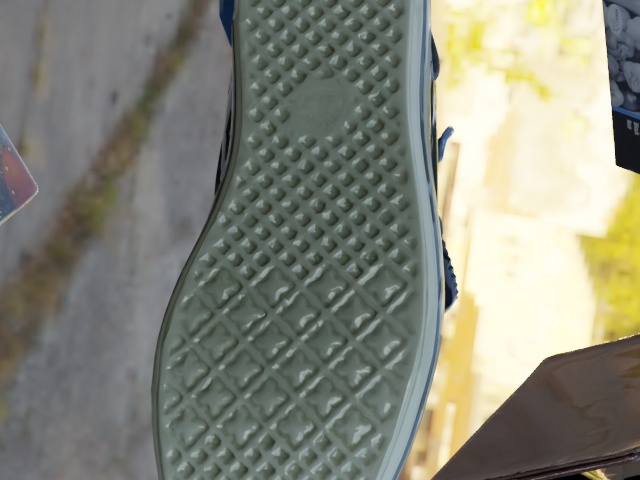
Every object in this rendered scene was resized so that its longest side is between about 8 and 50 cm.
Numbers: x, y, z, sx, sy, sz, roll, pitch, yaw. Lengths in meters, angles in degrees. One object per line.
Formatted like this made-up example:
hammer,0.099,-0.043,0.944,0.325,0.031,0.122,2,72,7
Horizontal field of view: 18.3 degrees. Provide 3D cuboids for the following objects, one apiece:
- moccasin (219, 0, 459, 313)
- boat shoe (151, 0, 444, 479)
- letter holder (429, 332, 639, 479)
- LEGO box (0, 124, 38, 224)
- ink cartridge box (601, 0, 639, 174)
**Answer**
moccasin,0.042,-0.096,1.663,0.138,0.117,0.342,-18,-84,56
boat shoe,0.000,0.000,1.347,0.156,0.187,0.500,67,27,-67
letter holder,0.246,0.188,1.571,0.302,0.214,0.152,-35,104,-58
LEGO box,-0.503,-0.083,1.709,0.372,0.193,0.500,60,24,-11
ink cartridge box,0.356,-0.126,1.793,0.045,0.208,0.206,-43,138,-33
